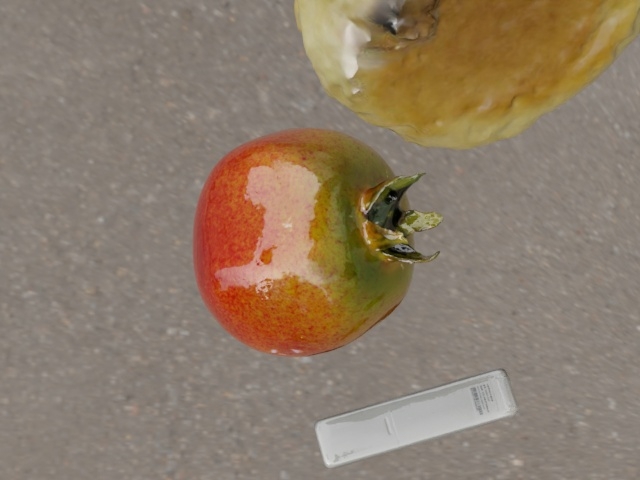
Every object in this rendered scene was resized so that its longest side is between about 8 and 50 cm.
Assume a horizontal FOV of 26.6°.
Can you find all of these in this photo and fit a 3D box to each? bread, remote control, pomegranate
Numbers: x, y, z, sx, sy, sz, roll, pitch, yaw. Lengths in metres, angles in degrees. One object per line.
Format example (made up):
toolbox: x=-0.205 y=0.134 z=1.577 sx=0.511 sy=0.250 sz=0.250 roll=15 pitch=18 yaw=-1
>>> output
bread: x=0.091 y=-0.177 z=0.836 sx=0.244 sy=0.244 sz=0.134 roll=-34 pitch=46 yaw=13
remote control: x=0.123 y=0.229 z=1.745 sx=0.260 sy=0.029 sz=0.067 roll=-16 pitch=80 yaw=1
pomegranate: x=0.000 y=0.000 z=1.286 sx=0.256 sy=0.221 sz=0.221 roll=-9 pitch=77 yaw=39
